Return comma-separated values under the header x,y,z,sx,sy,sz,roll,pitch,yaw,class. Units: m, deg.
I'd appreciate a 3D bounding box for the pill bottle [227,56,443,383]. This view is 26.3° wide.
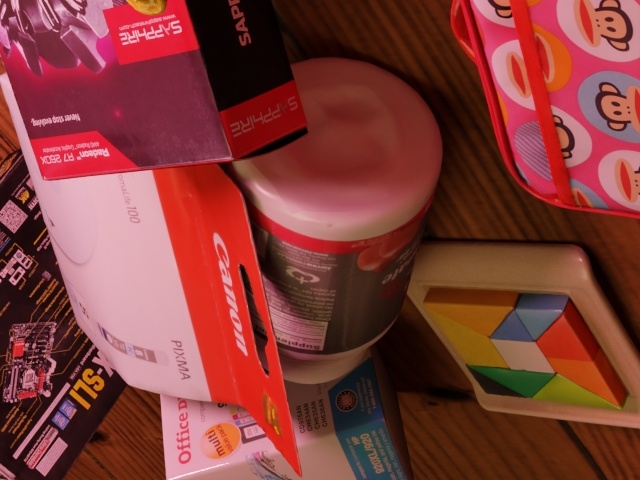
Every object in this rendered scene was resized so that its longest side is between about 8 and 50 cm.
x,y,z,sx,sy,sz,roll,pitch,yaw,class
0.000,0.000,1.235,0.176,0.176,0.318,26,148,10,pill bottle

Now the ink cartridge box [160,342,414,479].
x,y,z,sx,sy,sz,roll,pitch,yaw,class
-0.036,0.206,1.461,0.232,0.171,0.168,-17,134,6,ink cartridge box

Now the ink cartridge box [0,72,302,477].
x,y,z,sx,sy,sz,roll,pitch,yaw,class
-0.162,0.025,1.279,0.385,0.091,0.308,40,147,51,ink cartridge box

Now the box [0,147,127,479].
x,y,z,sx,sy,sz,roll,pitch,yaw,class
-0.323,0.090,1.502,0.257,0.322,0.079,46,145,-21,box

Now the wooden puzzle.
x,y,z,sx,sy,sz,roll,pitch,yaw,class
0.197,0.097,1.324,0.221,0.044,0.239,2,137,40,wooden puzzle

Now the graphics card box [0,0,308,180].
x,y,z,sx,sy,sz,roll,pitch,yaw,class
-0.163,-0.232,1.010,0.232,0.094,0.371,-1,109,43,graphics card box

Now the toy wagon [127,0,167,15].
x,y,z,sx,sy,sz,roll,pitch,yaw,class
-0.022,-0.256,0.741,0.267,0.344,0.068,32,147,1,toy wagon

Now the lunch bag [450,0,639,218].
x,y,z,sx,sy,sz,roll,pitch,yaw,class
0.201,-0.145,0.929,0.258,0.120,0.293,13,142,35,lunch bag
